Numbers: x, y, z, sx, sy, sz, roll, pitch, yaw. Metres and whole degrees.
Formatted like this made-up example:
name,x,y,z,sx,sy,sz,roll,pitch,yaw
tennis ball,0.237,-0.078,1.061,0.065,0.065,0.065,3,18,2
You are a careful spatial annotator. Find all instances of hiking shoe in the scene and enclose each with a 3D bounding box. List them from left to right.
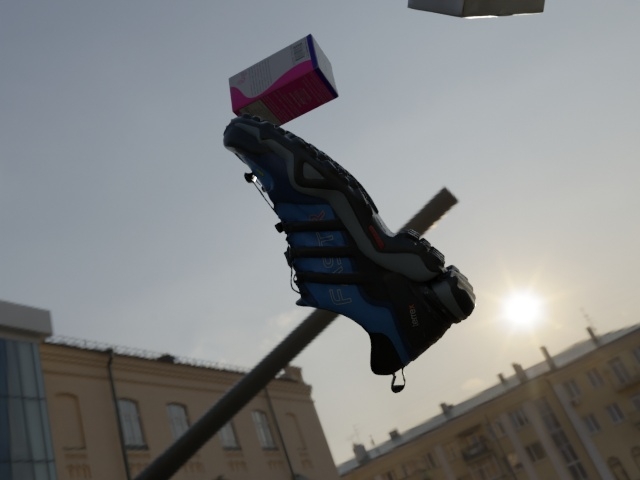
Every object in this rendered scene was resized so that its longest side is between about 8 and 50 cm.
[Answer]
name,x,y,z,sx,sy,sz,roll,pitch,yaw
hiking shoe,0.000,0.000,0.638,0.132,0.304,0.113,-49,-14,9

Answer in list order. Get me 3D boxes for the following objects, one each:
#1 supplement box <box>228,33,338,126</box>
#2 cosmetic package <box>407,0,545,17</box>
name,x,y,z,sx,sy,sz,roll,pitch,yaw
supplement box,-0.085,-0.345,1.491,0.220,0.111,0.114,-22,-35,18
cosmetic package,0.272,-0.558,1.068,0.197,0.155,0.365,-12,-61,-31
